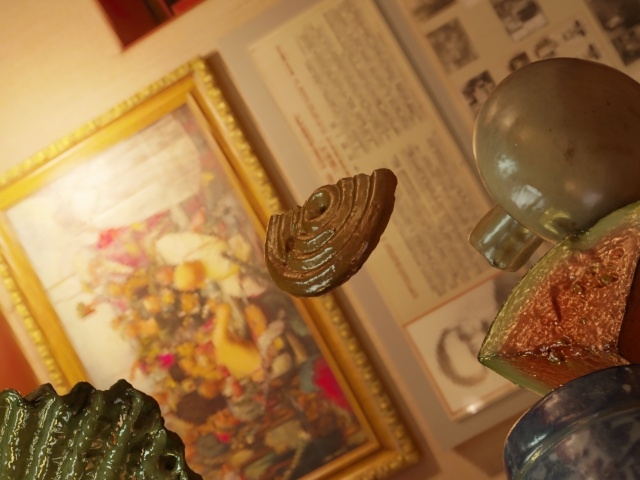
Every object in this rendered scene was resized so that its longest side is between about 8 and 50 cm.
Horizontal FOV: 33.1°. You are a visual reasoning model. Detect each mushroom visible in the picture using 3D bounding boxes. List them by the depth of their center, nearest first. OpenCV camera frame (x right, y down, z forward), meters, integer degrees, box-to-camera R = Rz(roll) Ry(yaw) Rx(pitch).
[{"bbox_3d":[0.221,-0.052,0.990,0.207,0.215,0.207,22,-141,-19],"label":"mushroom"}]

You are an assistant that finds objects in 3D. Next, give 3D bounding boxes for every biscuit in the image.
[{"bbox_3d":[-0.001,0.000,1.296,0.033,0.224,0.145,28,-121,-34],"label":"biscuit"}]

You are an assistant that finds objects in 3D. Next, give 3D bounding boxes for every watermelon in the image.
[{"bbox_3d":[0.223,0.073,0.864,0.137,0.145,0.193,-13,-92,-40],"label":"watermelon"}]

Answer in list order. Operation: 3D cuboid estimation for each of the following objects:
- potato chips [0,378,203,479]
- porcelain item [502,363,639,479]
[{"bbox_3d":[-0.356,0.361,1.566,0.373,0.389,0.097,45,-149,-6],"label":"potato chips"},{"bbox_3d":[0.207,0.164,0.747,0.147,0.147,0.114,50,-163,-48],"label":"porcelain item"}]
